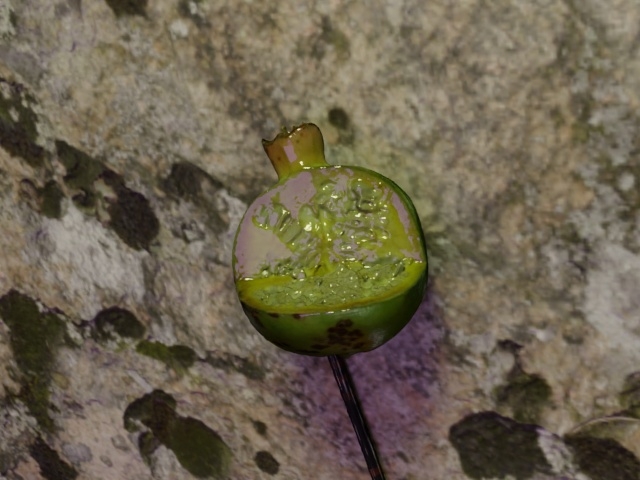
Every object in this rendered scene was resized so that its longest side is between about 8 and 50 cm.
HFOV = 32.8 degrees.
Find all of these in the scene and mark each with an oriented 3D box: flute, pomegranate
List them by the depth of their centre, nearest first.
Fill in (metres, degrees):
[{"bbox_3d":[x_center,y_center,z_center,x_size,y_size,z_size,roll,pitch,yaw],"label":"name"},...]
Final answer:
[{"bbox_3d":[0.004,0.006,0.795,0.143,0.122,0.169,-23,65,9],"label":"pomegranate"},{"bbox_3d":[0.048,0.199,0.933,0.014,0.014,0.269,-8,111,33],"label":"flute"}]
